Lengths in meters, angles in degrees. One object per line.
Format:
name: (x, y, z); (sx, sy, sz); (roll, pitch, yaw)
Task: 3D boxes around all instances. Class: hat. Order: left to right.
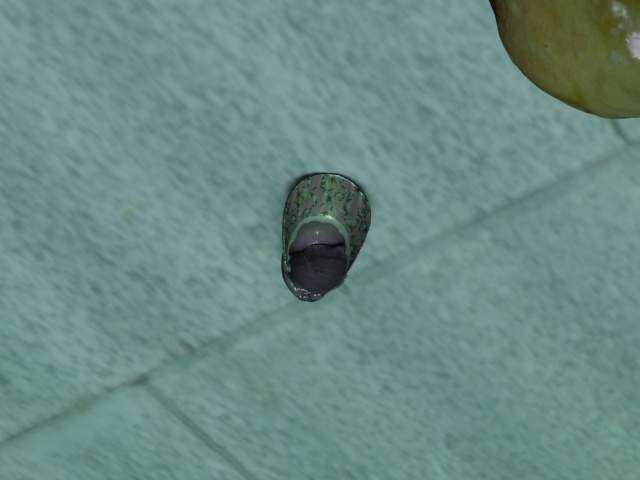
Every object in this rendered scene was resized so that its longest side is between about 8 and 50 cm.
hat: (0.000, -0.003, 1.022); (0.058, 0.042, 0.087); (5, 99, -9)

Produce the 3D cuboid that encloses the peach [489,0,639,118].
peach: (0.184, -0.159, 0.767); (0.235, 0.214, 0.214); (-17, 133, 35)
